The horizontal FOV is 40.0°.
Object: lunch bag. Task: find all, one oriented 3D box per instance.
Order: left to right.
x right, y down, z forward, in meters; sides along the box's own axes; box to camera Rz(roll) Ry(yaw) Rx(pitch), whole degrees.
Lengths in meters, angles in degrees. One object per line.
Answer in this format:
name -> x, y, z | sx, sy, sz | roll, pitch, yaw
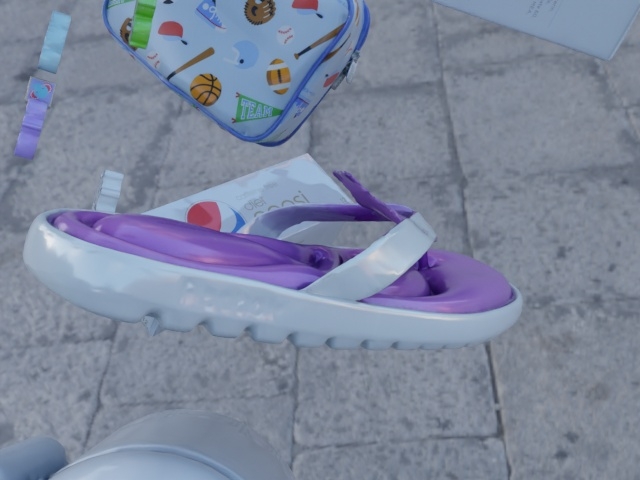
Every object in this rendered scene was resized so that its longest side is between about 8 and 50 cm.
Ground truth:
lunch bag -> -0.094, -0.271, 1.059 | 0.303, 0.243, 0.115 | 39, 11, 10

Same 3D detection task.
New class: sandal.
sandal -> 0.010, 0.005, 0.613 | 0.416, 0.102, 0.169 | 4, 16, -44

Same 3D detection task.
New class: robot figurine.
robot figurine -> -0.112, 0.231, 0.616 | 0.300, 0.353, 0.199 | 27, 88, 1

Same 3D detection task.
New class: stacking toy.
stacking toy -> -0.243, -0.136, 0.764 | 0.167, 0.221, 0.052 | 13, -4, -20

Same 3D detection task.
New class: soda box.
soda box -> -0.072, -0.002, 0.744 | 0.216, 0.069, 0.074 | -26, 67, -43

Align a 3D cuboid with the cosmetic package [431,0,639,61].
cosmetic package -> 0.180, -0.269, 0.741 | 0.184, 0.151, 0.151 | 14, 31, -19
